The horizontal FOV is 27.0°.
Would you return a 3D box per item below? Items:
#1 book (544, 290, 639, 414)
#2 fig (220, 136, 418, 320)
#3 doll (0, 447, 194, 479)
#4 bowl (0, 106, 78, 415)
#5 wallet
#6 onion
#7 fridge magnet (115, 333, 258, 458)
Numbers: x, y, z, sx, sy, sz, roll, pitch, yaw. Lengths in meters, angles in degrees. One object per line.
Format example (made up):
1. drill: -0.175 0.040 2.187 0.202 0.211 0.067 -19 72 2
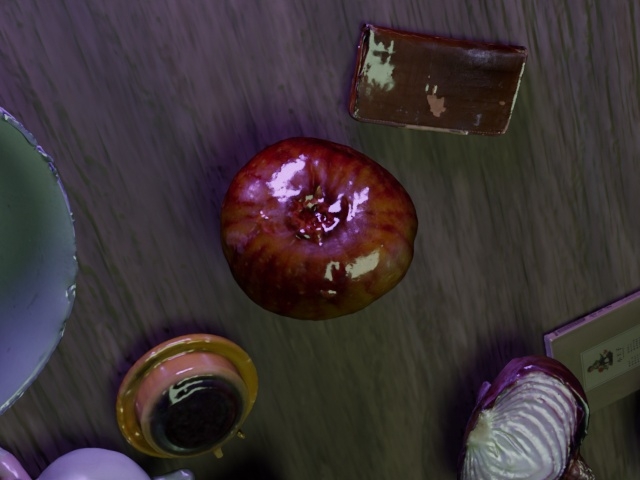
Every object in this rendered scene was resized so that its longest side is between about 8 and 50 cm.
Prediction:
1. book: 0.351 0.123 1.529 0.199 0.016 0.138 -23 125 -14
2. fig: -0.006 -0.003 1.217 0.175 0.207 0.175 1 83 -5
3. doll: -0.250 0.261 1.245 0.275 0.113 0.154 0 74 -36
4. bowl: -0.371 0.001 1.015 0.346 0.157 0.345 -11 120 -20
5. wallet: 0.109 -0.149 1.253 0.176 0.026 0.095 2 110 -28
6. onion: 0.226 0.213 1.462 0.151 0.098 0.206 25 112 -9
7. fridge magnet: -0.126 0.154 1.280 0.143 0.063 0.143 -13 125 -19
